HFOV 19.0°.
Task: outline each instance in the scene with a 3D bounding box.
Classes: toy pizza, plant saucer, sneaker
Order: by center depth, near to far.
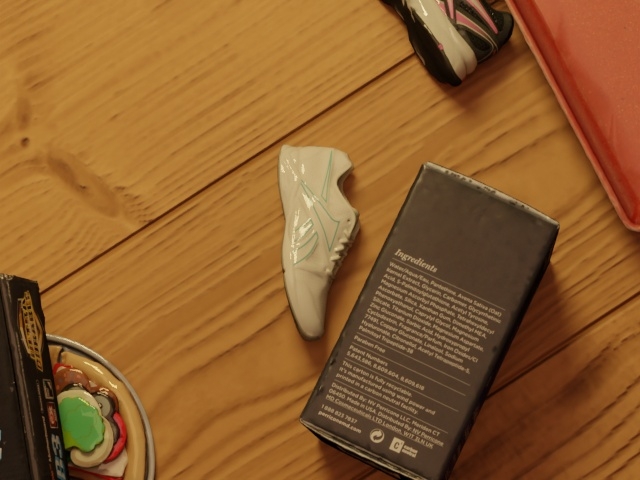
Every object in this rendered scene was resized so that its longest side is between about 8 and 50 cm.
[{"bbox_3d":[-0.225,0.168,1.437,0.201,0.032,0.201,-1,80,5],"label":"toy pizza"},{"bbox_3d":[0.000,0.000,1.437,0.061,0.054,0.152,-2,80,2],"label":"sneaker"},{"bbox_3d":[0.288,-0.168,1.445,0.259,0.048,0.258,-26,79,-1],"label":"plant saucer"},{"bbox_3d":[0.083,-0.207,1.467,0.077,0.072,0.178,-31,87,-13],"label":"sneaker"}]

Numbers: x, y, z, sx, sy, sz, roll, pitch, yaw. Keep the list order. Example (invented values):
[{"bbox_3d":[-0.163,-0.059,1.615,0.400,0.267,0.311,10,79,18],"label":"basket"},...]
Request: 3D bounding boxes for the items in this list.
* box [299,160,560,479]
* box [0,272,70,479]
[{"bbox_3d":[0.080,0.067,1.368,0.108,0.153,0.207,25,84,8],"label":"box"},{"bbox_3d":[-0.328,0.196,1.399,0.295,0.073,0.293,-12,81,13],"label":"box"}]
